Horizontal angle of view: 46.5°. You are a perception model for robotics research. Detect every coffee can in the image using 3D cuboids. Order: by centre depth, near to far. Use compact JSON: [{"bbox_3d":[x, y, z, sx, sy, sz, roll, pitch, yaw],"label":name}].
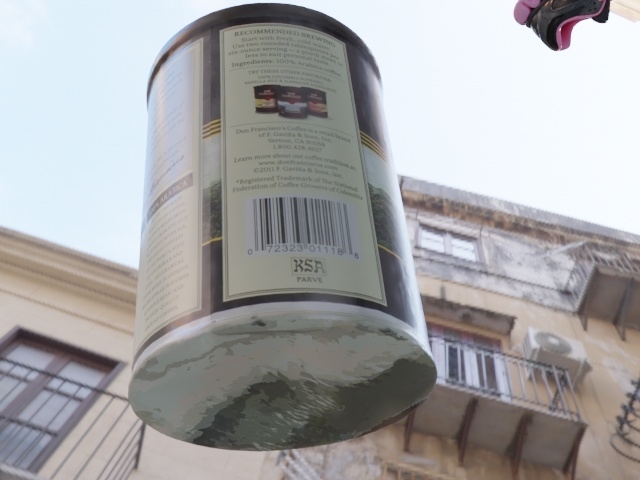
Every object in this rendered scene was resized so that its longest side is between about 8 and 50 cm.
[{"bbox_3d":[-0.035,-0.010,0.560,0.201,0.275,0.202,-4,-35,-3],"label":"coffee can"}]

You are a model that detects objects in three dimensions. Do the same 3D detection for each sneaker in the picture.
[{"bbox_3d":[0.194,-0.183,0.526,0.119,0.047,0.057,-47,-114,42],"label":"sneaker"}]
